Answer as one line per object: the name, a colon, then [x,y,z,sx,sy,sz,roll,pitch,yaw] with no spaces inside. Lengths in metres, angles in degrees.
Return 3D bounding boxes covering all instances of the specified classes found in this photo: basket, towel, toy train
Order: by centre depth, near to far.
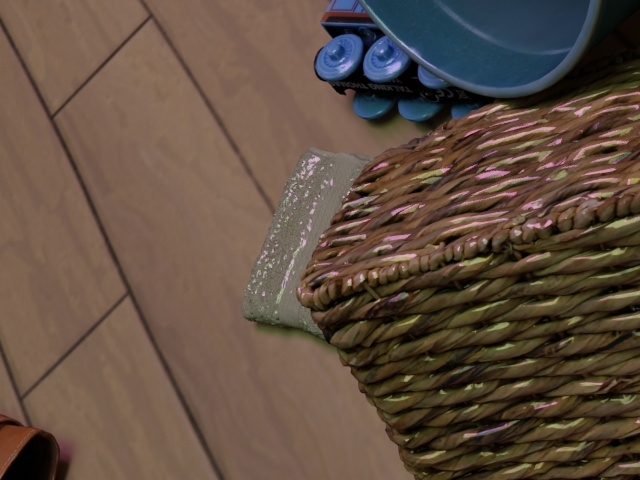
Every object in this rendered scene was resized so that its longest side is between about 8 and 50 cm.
basket: [0.177,0.027,0.803,0.299,0.223,0.213,-19,24,31]
toy train: [0.077,-0.146,0.986,0.184,0.080,0.105,10,68,41]
towel: [0.000,0.000,1.002,0.110,0.027,0.148,10,74,42]

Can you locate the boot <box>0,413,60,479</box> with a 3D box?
boot: [-0.332,0.267,1.087,0.220,0.109,0.283,3,62,35]

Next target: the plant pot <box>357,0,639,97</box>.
plant pot: [0.161,-0.267,0.841,0.255,0.271,0.272,-32,41,-25]
